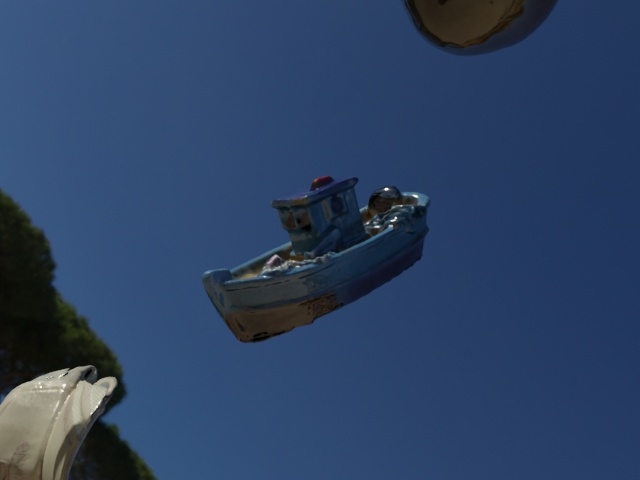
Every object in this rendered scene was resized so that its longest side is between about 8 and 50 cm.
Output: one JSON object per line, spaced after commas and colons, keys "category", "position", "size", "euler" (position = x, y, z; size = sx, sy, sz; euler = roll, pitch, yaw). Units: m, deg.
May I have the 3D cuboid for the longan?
{"category": "longan", "position": [0.214, -0.358, 1.105], "size": [0.248, 0.248, 0.248], "euler": [25, -42, 25]}

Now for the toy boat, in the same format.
{"category": "toy boat", "position": [0.000, 0.000, 0.666], "size": [0.100, 0.223, 0.097], "euler": [0, -71, 49]}

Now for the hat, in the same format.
{"category": "hat", "position": [-0.270, 0.230, 0.790], "size": [0.164, 0.219, 0.226], "euler": [1, -7, -5]}
